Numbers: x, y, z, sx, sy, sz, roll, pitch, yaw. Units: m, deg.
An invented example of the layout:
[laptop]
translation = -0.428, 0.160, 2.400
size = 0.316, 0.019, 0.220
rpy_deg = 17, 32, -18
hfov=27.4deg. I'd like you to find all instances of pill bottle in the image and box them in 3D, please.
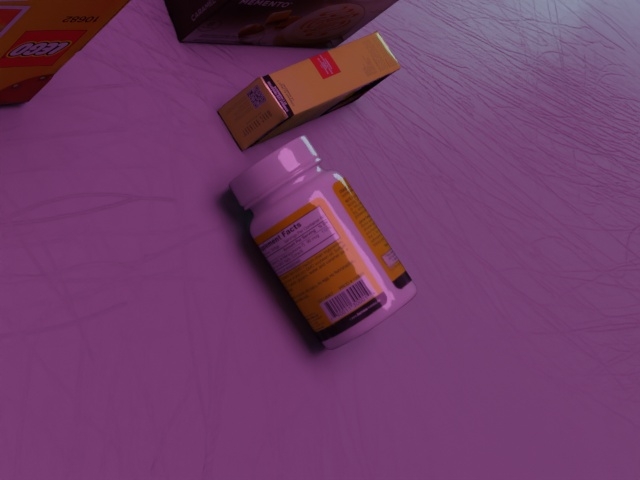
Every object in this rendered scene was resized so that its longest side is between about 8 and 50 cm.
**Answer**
[pill bottle]
translation = 0.000, 0.000, 1.394
size = 0.119, 0.119, 0.208
rpy_deg = -34, 91, -48

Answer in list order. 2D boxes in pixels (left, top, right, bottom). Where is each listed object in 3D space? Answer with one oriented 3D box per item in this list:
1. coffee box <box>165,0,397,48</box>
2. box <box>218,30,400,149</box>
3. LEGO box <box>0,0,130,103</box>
[coffee box]
translation = -0.043, -0.297, 1.514
size = 0.246, 0.141, 0.098
rpy_deg = -5, 70, -45
[box]
translation = -0.008, -0.175, 1.515
size = 0.232, 0.087, 0.058
rpy_deg = -29, 87, -47
[LEGO box]
translation = -0.374, -0.257, 1.009
size = 0.500, 0.372, 0.193
rpy_deg = -11, 74, -46
